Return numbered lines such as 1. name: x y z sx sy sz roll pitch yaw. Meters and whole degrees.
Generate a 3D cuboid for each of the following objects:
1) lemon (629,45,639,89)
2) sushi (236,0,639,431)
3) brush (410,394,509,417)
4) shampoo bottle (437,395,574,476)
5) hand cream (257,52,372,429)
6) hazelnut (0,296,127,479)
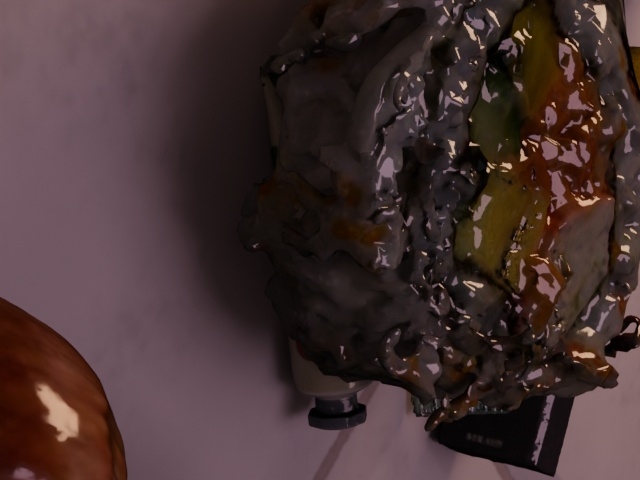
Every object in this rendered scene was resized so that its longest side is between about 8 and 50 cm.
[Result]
1. lemon: 0.288 -0.124 1.329 0.109 0.109 0.133 43 71 -46
2. sushi: 0.101 -0.066 0.995 0.417 0.176 0.417 -4 95 -55
3. brush: 0.108 0.039 1.173 0.010 0.083 0.218 -76 161 -84
4. shampoo bottle: 0.192 0.043 1.243 0.071 0.098 0.309 33 70 -52
5. hand cream: 0.000 0.000 1.034 0.095 0.059 0.276 -18 105 -50
6. hazelnut: -0.194 0.121 0.706 0.214 0.176 0.214 46 26 -30
